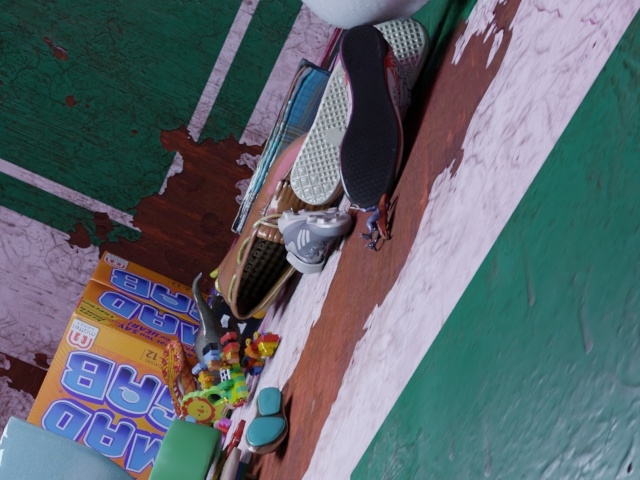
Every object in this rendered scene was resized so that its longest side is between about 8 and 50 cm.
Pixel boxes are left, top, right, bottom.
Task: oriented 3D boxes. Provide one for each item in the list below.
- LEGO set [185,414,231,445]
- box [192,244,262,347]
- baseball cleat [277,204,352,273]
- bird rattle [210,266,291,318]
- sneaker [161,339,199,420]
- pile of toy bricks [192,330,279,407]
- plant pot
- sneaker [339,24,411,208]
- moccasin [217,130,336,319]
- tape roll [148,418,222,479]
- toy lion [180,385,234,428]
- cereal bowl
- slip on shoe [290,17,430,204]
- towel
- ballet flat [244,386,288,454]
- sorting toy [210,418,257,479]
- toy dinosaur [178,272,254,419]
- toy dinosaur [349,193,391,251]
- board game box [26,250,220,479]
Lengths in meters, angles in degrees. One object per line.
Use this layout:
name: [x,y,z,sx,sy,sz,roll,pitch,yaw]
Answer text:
LEGO set: [-0.252,0.413,2.183,0.227,0.087,0.093,120,170,-47]
box: [-0.178,0.133,2.444,0.207,0.108,0.153,-81,16,-61]
baseball cleat: [0.000,0.000,1.830,0.206,0.072,0.109,11,115,66]
bird rattle: [-0.085,0.040,2.224,0.253,0.143,0.207,-49,26,22]
sneaker: [-0.271,0.277,2.318,0.067,0.064,0.175,-27,-68,-44]
pile of toy bricks: [-0.149,0.239,2.020,0.212,0.118,0.105,-43,55,50]
plant pot: [-0.399,0.460,1.831,0.247,0.252,0.247,103,-179,-58]
sneaker: [0.086,-0.159,1.651,0.145,0.090,0.270,38,-134,-65]
moccasin: [-0.063,-0.025,2.006,0.380,0.139,0.147,-52,31,22]
tape roll: [-0.224,0.430,1.734,0.321,0.077,0.321,14,-90,-88]
toy lion: [-0.210,0.309,2.174,0.034,0.096,0.100,-78,15,-57]
cereal bowl: [0.134,-0.419,1.666,0.339,0.141,0.339,-42,6,5]
slip on shoe: [0.064,-0.203,1.811,0.331,0.123,0.101,-60,-15,21]
towel: [-0.047,-0.177,2.384,0.370,0.040,0.271,-67,-21,8]
ballet flat: [-0.069,0.258,1.581,0.168,0.057,0.052,-76,-16,-69]
sorting toy: [-0.133,0.376,1.623,0.274,0.046,0.132,-79,15,-58]
toy dinosaur: [-0.193,0.205,2.204,0.160,0.121,0.313,-79,-3,-53]
toy dinosaur: [0.081,-0.027,1.493,0.090,0.047,0.082,2,54,46]
board game box: [-0.404,0.300,2.545,0.356,0.356,0.356,-90,25,-70]
